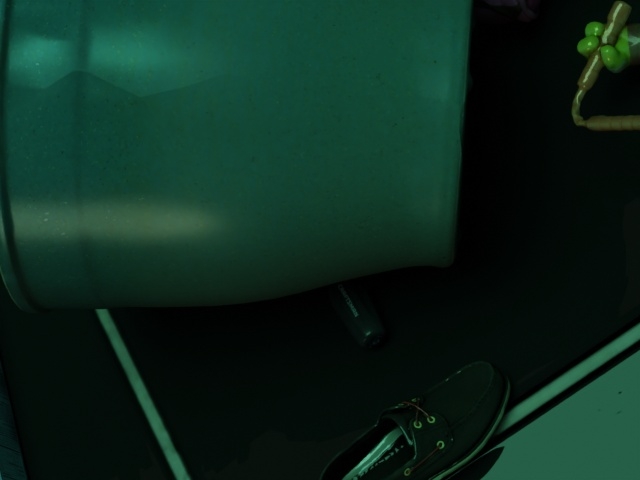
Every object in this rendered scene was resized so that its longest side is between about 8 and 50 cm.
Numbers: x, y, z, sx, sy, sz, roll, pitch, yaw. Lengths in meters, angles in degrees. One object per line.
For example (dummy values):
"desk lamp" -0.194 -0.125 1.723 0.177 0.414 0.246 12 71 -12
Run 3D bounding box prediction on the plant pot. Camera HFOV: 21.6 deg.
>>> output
"plant pot" -0.038 -0.084 0.992 0.255 0.271 0.271 4 72 5

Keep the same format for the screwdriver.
"screwdriver" 0.000 0.000 1.082 0.025 0.024 0.170 -51 52 35

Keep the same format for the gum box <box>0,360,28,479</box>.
"gum box" -0.282 0.149 1.146 0.157 0.041 0.184 -26 62 14

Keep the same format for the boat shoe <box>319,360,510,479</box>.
"boat shoe" 0.057 0.117 0.989 0.133 0.042 0.049 -40 40 -8

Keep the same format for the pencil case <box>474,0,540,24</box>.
"pencil case" 0.048 -0.190 1.092 0.209 0.095 0.098 7 50 25

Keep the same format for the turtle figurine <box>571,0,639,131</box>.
"turtle figurine" 0.276 -0.159 0.973 0.269 0.087 0.217 -14 58 29
